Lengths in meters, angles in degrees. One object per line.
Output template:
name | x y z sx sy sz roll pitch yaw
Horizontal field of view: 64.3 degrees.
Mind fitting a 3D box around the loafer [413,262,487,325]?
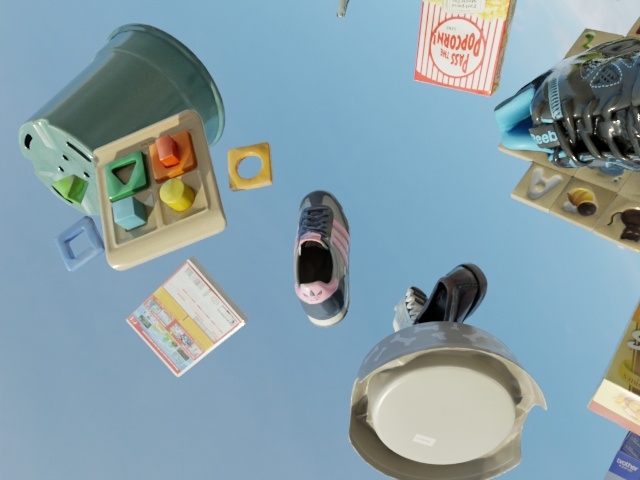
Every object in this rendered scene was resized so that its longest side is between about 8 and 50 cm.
loafer | 0.226 0.170 1.022 0.095 0.302 0.109 -9 -138 -32

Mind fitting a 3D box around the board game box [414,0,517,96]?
board game box | 0.241 -0.354 0.852 0.146 0.193 0.045 22 -138 28

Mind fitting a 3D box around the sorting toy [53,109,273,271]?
sorting toy | -0.236 -0.079 0.717 0.047 0.347 0.196 50 -160 -69

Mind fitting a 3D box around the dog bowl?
dog bowl | 0.218 0.297 0.930 0.349 0.349 0.102 36 -154 -14

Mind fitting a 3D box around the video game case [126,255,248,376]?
video game case | -0.334 0.195 1.257 0.204 0.285 0.025 49 -154 -3

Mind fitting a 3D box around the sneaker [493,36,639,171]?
sneaker | 0.254 -0.090 0.404 0.341 0.139 0.125 -90 -21 -75

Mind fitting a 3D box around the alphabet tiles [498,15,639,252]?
alphabet tiles | 0.416 -0.158 0.656 0.285 0.342 0.011 33 173 37

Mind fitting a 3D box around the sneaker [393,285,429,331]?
sneaker | 0.286 0.278 1.589 0.110 0.118 0.292 36 -148 -18

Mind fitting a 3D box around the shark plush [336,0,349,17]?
shark plush | 0.041 -0.397 0.700 0.073 0.161 0.067 31 -156 6

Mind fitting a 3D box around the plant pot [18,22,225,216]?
plant pot | -0.446 -0.245 1.142 0.341 0.341 0.334 39 -127 -11

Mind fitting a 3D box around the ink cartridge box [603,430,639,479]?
ink cartridge box | 0.510 0.483 0.832 0.186 0.065 0.311 39 -105 -22

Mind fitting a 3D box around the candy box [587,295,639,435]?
candy box | 0.572 0.180 0.795 0.183 0.087 0.316 26 -132 31

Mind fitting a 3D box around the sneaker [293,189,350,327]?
sneaker | 0.000 0.000 0.993 0.131 0.112 0.319 66 -166 -51
